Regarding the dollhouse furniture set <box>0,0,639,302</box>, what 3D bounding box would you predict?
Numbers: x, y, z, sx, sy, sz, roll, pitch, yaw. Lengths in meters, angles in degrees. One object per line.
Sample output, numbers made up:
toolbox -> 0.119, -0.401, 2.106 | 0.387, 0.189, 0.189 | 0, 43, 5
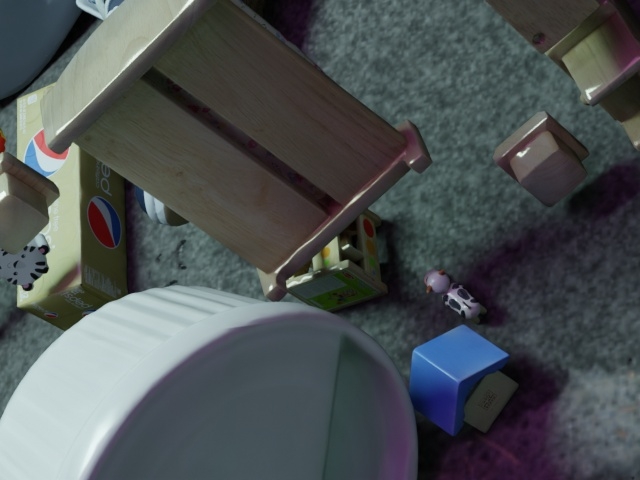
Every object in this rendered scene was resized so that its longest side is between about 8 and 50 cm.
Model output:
dollhouse furniture set -> -0.004, -0.094, 1.258 | 0.355, 0.303, 0.174 | -41, 36, 17

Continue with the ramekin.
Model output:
ramekin -> -0.079, 0.151, 1.193 | 0.127, 0.273, 0.273 | 23, 83, 45

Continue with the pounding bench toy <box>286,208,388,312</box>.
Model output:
pounding bench toy -> 0.000, 0.000, 1.326 | 0.052, 0.083, 0.065 | -20, 59, 27

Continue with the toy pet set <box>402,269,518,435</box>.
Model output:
toy pet set -> 0.060, 0.080, 1.259 | 0.114, 0.065, 0.122 | 35, 91, 40

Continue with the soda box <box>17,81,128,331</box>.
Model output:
soda box -> -0.186, -0.028, 1.486 | 0.061, 0.058, 0.181 | -19, 58, 26

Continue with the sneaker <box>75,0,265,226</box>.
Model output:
sneaker -> -0.132, -0.143, 1.448 | 0.153, 0.099, 0.282 | 7, 64, 11

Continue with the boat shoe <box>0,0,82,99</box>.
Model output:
boat shoe -> -0.199, -0.287, 1.584 | 0.367, 0.136, 0.156 | -50, 46, 18

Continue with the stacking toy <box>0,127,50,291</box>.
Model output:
stacking toy -> -0.275, 0.039, 1.483 | 0.221, 0.052, 0.167 | -63, 32, 22
